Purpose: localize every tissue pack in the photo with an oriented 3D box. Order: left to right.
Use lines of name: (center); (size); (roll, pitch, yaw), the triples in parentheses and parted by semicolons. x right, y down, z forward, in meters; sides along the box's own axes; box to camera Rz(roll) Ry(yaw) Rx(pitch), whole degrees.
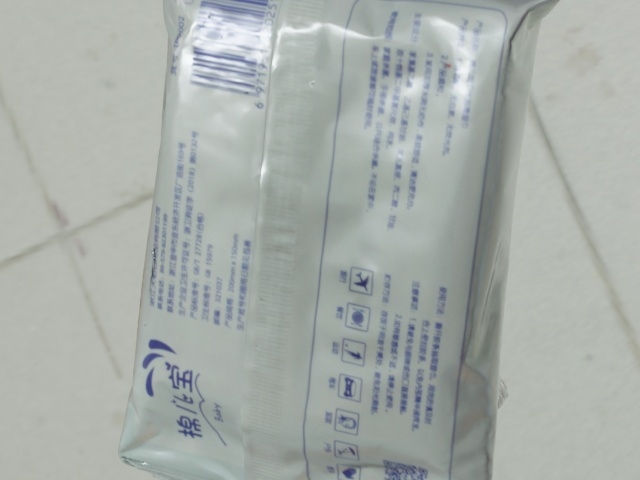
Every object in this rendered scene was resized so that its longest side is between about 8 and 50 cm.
tissue pack: (0.000, 0.000, 0.513); (0.123, 0.026, 0.193); (12, 108, 20)

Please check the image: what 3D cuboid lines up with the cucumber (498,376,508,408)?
cucumber: (0.027, 0.041, 0.758); (0.064, 0.064, 0.112); (-31, 100, 34)
